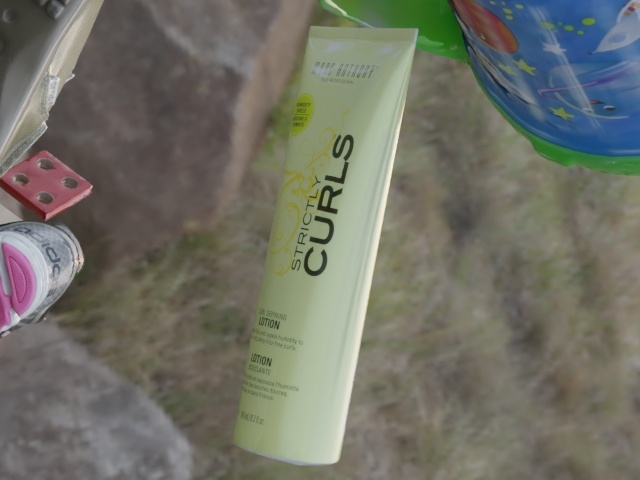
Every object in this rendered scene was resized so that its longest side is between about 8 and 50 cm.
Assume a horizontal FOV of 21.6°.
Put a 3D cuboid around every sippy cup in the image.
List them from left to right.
[{"bbox_3d":[0.156,-0.175,0.915,0.240,0.305,0.224,55,11,25],"label":"sippy cup"}]

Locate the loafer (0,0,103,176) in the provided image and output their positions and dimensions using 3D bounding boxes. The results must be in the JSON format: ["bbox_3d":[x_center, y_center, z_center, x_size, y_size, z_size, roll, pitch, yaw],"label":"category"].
[{"bbox_3d":[-0.188,-0.092,0.933,0.102,0.268,0.092,43,15,6],"label":"loafer"}]

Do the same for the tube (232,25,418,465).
[{"bbox_3d":[0.000,0.000,0.919,0.062,0.070,0.240,8,94,-81],"label":"tube"}]

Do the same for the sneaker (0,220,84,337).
[{"bbox_3d":[-0.189,0.034,0.909,0.075,0.170,0.063,-27,89,-53],"label":"sneaker"}]

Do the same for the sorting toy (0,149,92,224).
[{"bbox_3d":[-0.272,-0.001,1.072,0.132,0.046,0.274,34,44,15],"label":"sorting toy"}]
